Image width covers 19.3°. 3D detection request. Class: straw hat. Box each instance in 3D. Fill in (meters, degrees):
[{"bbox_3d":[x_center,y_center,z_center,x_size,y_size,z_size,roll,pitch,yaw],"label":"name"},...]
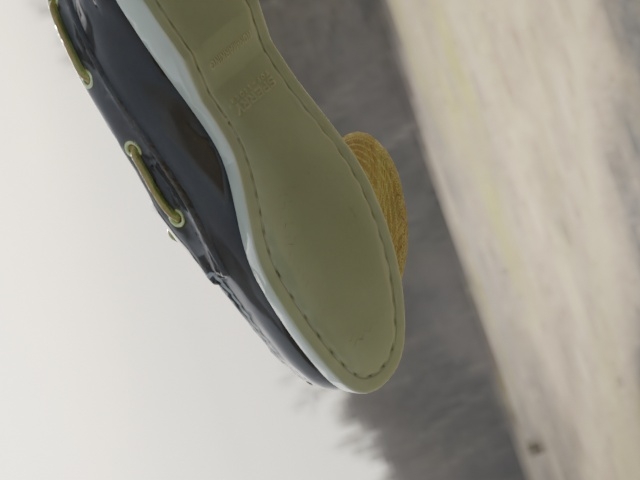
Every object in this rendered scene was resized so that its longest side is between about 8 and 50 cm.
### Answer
[{"bbox_3d":[0.000,0.000,1.255,0.144,0.061,0.144,3,-93,-59],"label":"straw hat"}]

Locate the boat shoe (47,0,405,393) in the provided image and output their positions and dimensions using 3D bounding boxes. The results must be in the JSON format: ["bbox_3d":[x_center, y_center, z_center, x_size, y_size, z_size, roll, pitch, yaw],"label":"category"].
[{"bbox_3d":[-0.040,-0.034,0.805,0.081,0.068,0.228,-36,-78,-46],"label":"boat shoe"}]
